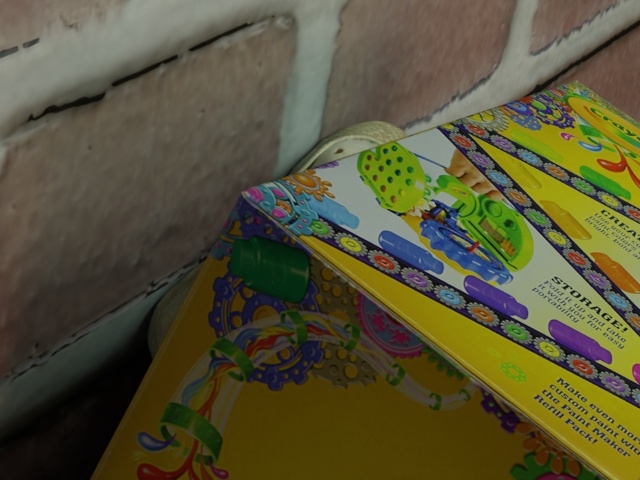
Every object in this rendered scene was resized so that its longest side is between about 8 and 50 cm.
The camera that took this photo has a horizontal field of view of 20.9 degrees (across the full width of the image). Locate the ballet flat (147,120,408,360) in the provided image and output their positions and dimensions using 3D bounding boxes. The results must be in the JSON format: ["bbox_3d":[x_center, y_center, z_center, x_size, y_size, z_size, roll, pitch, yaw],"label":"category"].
[{"bbox_3d":[0.000,0.000,0.671,0.168,0.057,0.052,-47,-178,-38],"label":"ballet flat"}]

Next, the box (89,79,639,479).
[{"bbox_3d":[0.044,0.121,0.656,0.279,0.177,0.290,-21,145,-59],"label":"box"}]
